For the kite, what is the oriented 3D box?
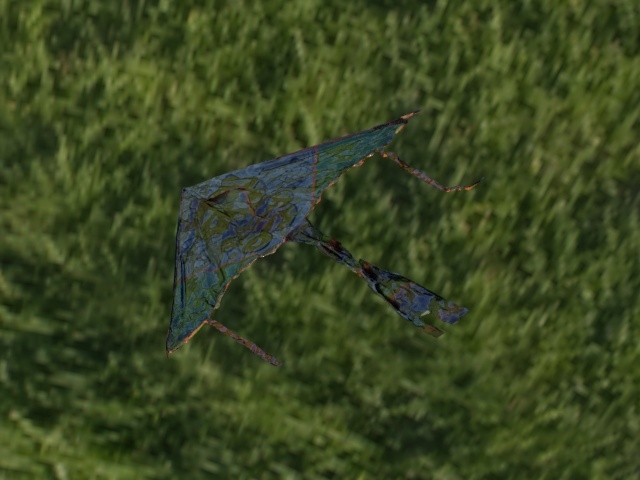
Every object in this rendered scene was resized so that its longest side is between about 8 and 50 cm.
[{"bbox_3d":[0.000,0.000,0.988,0.198,0.006,0.244,-42,36,-19],"label":"kite"}]
